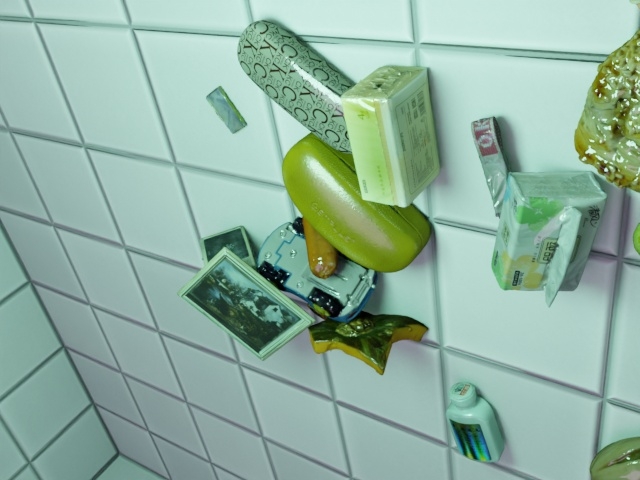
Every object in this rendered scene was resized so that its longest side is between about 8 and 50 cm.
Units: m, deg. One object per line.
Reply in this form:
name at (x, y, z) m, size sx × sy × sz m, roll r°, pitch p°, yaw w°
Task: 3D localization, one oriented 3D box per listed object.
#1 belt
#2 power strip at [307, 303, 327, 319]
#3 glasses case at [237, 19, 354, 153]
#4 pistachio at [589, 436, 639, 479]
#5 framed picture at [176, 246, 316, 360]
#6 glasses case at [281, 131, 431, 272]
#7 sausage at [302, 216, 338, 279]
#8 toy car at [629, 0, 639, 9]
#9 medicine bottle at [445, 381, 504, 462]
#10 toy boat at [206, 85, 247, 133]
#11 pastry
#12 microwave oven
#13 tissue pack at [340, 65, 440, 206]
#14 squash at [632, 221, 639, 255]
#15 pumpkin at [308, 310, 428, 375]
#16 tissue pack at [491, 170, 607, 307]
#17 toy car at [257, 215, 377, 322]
belt at (0.342, -0.128, 1.329) m, size 0.053 × 0.071 × 0.232 m, roll -13°, pitch 118°, yaw 26°
power strip at (-0.006, 0.184, 1.864) m, size 0.049 × 0.028 × 0.178 m, roll 32°, pitch 171°, yaw 14°
glasses case at (-0.031, -0.324, 1.465) m, size 0.355 × 0.085 × 0.137 m, roll 41°, pitch 142°, yaw 5°
pistachio at (0.699, 0.512, 1.553) m, size 0.136 × 0.136 × 0.226 m, roll 42°, pitch 133°, yaw 3°
framed picture at (-0.191, 0.171, 1.729) m, size 0.296 × 0.019 × 0.232 m, roll 40°, pitch 125°, yaw -13°
glasses case at (0.065, -0.075, 1.559) m, size 0.371 × 0.141 × 0.173 m, roll 44°, pitch 141°, yaw 2°
sausage at (0.000, 0.000, 1.640) m, size 0.076 × 0.197 × 0.076 m, roll -6°, pitch 150°, yaw -3°
toy car at (0.453, -0.404, 0.880) m, size 0.181 × 0.212 × 0.270 m, roll -17°, pitch 112°, yaw 47°
medicine bottle at (0.395, 0.473, 1.800) m, size 0.121 × 0.083 × 0.228 m, roll 1°, pitch 125°, yaw 39°
toy boat at (-0.231, -0.320, 1.695) m, size 0.063 × 0.016 × 0.115 m, roll -21°, pitch 110°, yaw 48°
pastry at (0.529, -0.186, 1.051) m, size 0.255 × 0.162 × 0.310 m, roll 22°, pitch 137°, yaw 22°
microwave oven at (-0.233, 0.102, 1.875) m, size 0.240 × 0.145 × 0.193 m, roll -118°, pitch 12°, yaw -59°
tissue pack at (0.144, -0.208, 1.358) m, size 0.125 × 0.159 × 0.234 m, roll 11°, pitch 130°, yaw 34°
squash at (0.614, -0.015, 1.165) m, size 0.123 × 0.123 × 0.187 m, roll 54°, pitch 145°, yaw -11°
pumpkin at (0.094, 0.239, 1.737) m, size 0.290 × 0.258 × 0.095 m, roll 4°, pitch 104°, yaw 36°
tissue pack at (0.422, 0.002, 1.280) m, size 0.159 × 0.145 × 0.229 m, roll 0°, pitch 130°, yaw -1°
toy car at (-0.010, 0.078, 1.739) m, size 0.314 × 0.198 × 0.166 m, roll 25°, pitch 161°, yaw 24°
